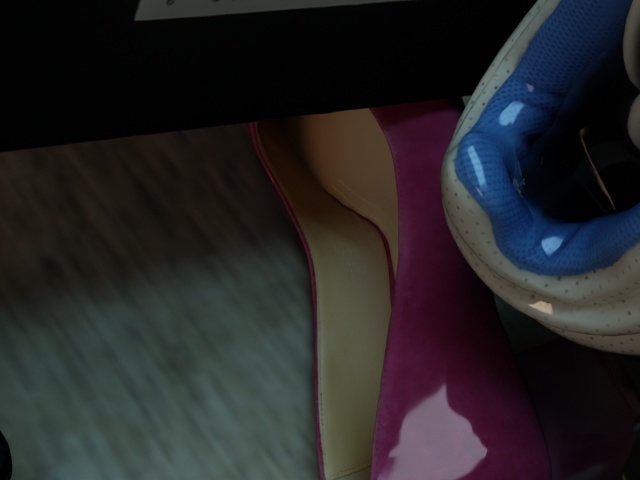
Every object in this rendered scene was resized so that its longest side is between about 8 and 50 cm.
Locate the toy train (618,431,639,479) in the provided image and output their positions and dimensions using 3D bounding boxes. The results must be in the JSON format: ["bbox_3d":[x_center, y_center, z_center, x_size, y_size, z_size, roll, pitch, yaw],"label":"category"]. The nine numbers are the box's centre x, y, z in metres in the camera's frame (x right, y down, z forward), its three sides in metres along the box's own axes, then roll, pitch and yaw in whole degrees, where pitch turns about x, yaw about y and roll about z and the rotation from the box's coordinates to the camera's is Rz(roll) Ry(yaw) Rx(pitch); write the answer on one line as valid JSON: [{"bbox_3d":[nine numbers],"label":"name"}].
[{"bbox_3d":[0.226,0.081,0.413,0.334,0.190,0.142,-5,50,-14],"label":"toy train"}]

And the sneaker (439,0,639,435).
[{"bbox_3d":[0.186,-0.049,0.402,0.236,0.323,0.130,7,65,-52],"label":"sneaker"}]

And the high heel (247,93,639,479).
[{"bbox_3d":[0.000,0.000,0.523,0.117,0.082,0.244,-16,65,-35],"label":"high heel"}]

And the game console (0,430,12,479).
[{"bbox_3d":[-0.225,0.128,0.356,0.213,0.044,0.361,23,41,38],"label":"game console"}]

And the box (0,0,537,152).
[{"bbox_3d":[-0.062,-0.199,0.481,0.296,0.182,0.294,-10,56,-30],"label":"box"}]
